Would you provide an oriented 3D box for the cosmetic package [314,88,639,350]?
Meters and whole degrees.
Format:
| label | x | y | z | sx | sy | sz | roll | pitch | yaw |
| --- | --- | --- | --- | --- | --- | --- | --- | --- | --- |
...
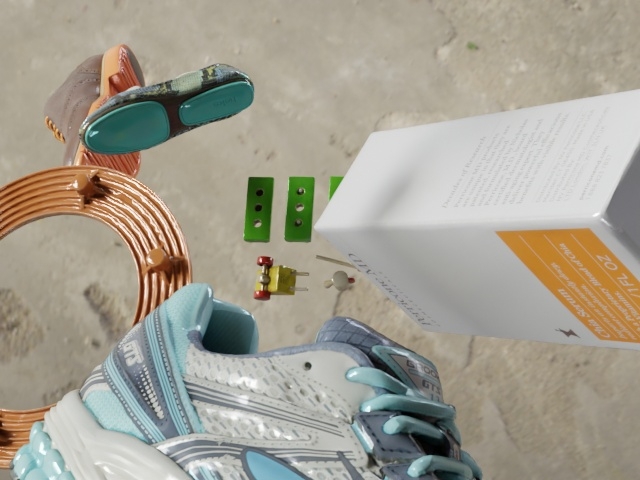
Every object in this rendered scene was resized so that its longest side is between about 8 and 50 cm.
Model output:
| label | x | y | z | sx | sy | sz | roll | pitch | yaw |
| --- | --- | --- | --- | --- | --- | --- | --- | --- | --- |
| cosmetic package | 0.224 | -0.012 | 1.182 | 0.230 | 0.453 | 0.161 | 42 | 68 | -25 |

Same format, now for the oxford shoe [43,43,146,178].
| label | x | y | z | sx | sy | sz | roll | pitch | yaw |
| --- | --- | --- | --- | --- | --- | --- | --- | --- | --- |
| oxford shoe | -0.354 | -0.165 | 1.648 | 0.133 | 0.130 | 0.363 | -15 | 35 | 11 |

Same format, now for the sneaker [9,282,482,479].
| label | x | y | z | sx | sy | sz | roll | pitch | yaw |
| --- | --- | --- | --- | --- | --- | --- | --- | --- | --- |
| sneaker | 0.012 | 0.088 | 0.352 | 0.283 | 0.110 | 0.122 | 22 | 73 | 38 |

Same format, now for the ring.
| label | x | y | z | sx | sy | sz | roll | pitch | yaw |
| --- | --- | --- | --- | --- | --- | --- | --- | --- | --- |
| ring | -0.291 | 0.067 | 1.110 | 0.336 | 0.032 | 0.336 | -7 | 63 | 14 |

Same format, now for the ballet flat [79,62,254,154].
| label | x | y | z | sx | sy | sz | roll | pitch | yaw |
| --- | --- | --- | --- | --- | --- | --- | --- | --- | --- |
| ballet flat | -0.161 | -0.138 | 1.107 | 0.188 | 0.070 | 0.070 | -17 | 69 | -20 |

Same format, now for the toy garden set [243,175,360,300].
| label | x | y | z | sx | sy | sz | roll | pitch | yaw |
| --- | --- | --- | --- | --- | --- | --- | --- | --- | --- |
| toy garden set | 0.000 | 0.000 | 1.735 | 0.244 | 0.049 | 0.204 | 1 | 73 | 8 |
